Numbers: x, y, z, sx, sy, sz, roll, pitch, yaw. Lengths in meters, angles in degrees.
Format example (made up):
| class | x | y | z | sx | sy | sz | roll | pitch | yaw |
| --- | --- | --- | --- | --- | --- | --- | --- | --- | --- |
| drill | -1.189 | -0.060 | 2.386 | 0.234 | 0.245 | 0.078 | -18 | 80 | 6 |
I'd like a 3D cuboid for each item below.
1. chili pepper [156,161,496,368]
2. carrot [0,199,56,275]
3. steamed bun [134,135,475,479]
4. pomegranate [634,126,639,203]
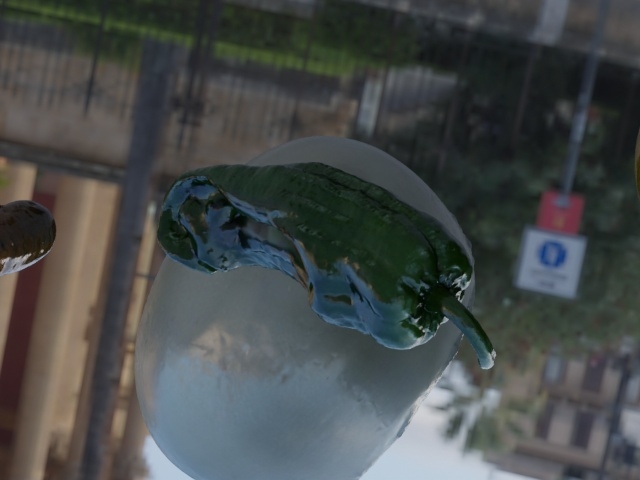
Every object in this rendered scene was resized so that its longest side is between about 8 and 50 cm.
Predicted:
| class | x | y | z | sx | sy | sz | roll | pitch | yaw |
| --- | --- | --- | --- | --- | --- | --- | --- | --- | --- |
| chili pepper | -0.004 | 0.005 | 0.950 | 0.074 | 0.100 | 0.257 | -17 | -156 | -33 |
| carrot | -0.245 | 0.016 | 1.081 | 0.047 | 0.047 | 0.191 | 15 | -154 | 30 |
| steamed bun | -0.031 | 0.059 | 1.413 | 0.206 | 0.324 | 0.324 | 36 | 178 | -19 |
| pomegranate | 0.332 | -0.049 | 0.874 | 0.333 | 0.332 | 0.332 | 11 | -174 | -1 |
